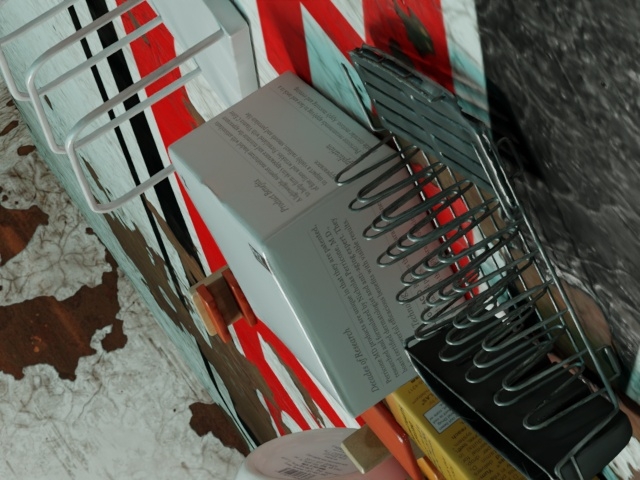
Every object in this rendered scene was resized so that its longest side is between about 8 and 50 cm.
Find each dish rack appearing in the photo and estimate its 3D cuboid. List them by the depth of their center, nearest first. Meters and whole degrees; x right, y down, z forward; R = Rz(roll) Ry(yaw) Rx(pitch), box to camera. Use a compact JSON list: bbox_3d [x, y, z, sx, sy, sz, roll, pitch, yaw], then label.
[{"bbox_3d":[0.084,0.012,1.067,0.271,0.074,0.208,62,168,-28],"label":"dish rack"}]

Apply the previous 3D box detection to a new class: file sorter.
[{"bbox_3d":[-0.200,-0.195,1.477,0.278,0.173,0.193,54,169,18],"label":"file sorter"}]

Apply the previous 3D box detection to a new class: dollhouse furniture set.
[{"bbox_3d":[0.010,0.106,1.524,0.259,0.135,0.262,49,167,38],"label":"dollhouse furniture set"}]

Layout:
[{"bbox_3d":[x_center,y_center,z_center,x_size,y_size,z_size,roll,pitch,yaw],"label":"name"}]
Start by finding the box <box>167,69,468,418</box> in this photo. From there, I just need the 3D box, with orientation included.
[{"bbox_3d":[0.000,0.000,1.293,0.181,0.119,0.182,43,163,54],"label":"box"}]

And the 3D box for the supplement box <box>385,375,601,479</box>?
[{"bbox_3d":[0.139,0.167,1.281,0.233,0.080,0.078,46,168,38],"label":"supplement box"}]

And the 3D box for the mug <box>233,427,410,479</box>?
[{"bbox_3d":[0.042,0.393,1.878,0.374,0.276,0.328,15,116,58],"label":"mug"}]
